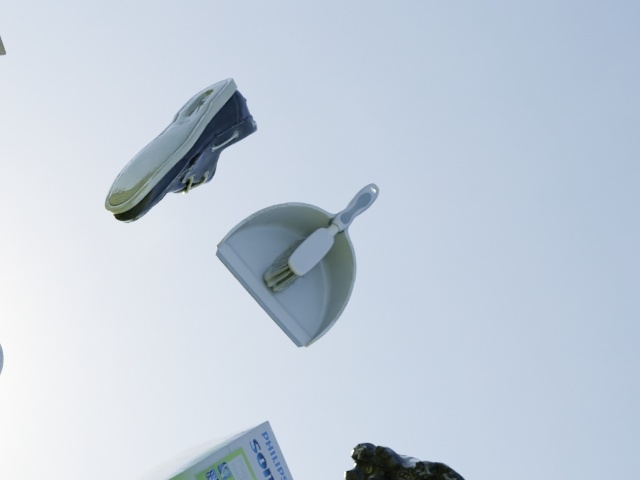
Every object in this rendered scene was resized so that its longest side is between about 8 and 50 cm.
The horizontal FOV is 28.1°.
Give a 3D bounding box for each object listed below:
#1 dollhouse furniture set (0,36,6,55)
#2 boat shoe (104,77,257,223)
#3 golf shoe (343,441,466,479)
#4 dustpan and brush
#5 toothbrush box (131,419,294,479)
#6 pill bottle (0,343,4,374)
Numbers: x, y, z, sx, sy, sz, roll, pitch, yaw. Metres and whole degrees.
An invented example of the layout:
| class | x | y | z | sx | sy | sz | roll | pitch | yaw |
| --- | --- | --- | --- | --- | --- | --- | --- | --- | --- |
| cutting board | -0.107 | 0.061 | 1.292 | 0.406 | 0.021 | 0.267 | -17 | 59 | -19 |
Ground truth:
| class | x | y | z | sx | sy | sz | roll | pitch | yaw |
| --- | --- | --- | --- | --- | --- | --- | --- | --- | --- |
| dollhouse furniture set | -0.450 | -0.242 | 1.699 | 0.114 | 0.081 | 0.091 | -5 | -65 | 23 |
| boat shoe | -0.145 | -0.087 | 1.389 | 0.084 | 0.233 | 0.079 | -7 | -58 | 40 |
| golf shoe | 0.119 | 0.274 | 1.382 | 0.198 | 0.077 | 0.094 | 23 | -5 | 46 |
| dustpan and brush | 0.000 | 0.000 | 1.381 | 0.147 | 0.211 | 0.060 | 49 | -48 | -4 |
| toothbrush box | -0.123 | 0.317 | 1.183 | 0.122 | 0.283 | 0.206 | -24 | -92 | 30 |
| pill bottle | -0.455 | 0.128 | 1.459 | 0.108 | 0.108 | 0.193 | 37 | 5 | 28 |
